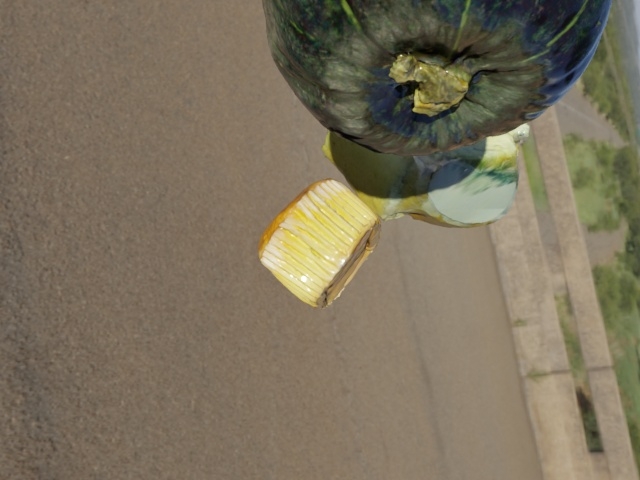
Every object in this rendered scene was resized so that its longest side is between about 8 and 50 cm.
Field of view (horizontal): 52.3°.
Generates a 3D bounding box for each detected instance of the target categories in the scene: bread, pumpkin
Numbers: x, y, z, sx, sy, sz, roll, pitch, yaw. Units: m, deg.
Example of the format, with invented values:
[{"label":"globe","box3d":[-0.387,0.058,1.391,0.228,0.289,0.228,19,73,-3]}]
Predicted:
[{"label":"bread","box3d":[0.000,0.000,1.135,0.156,0.204,0.288,40,7,10]},{"label":"bread","box3d":[0.224,-0.163,1.331,0.239,0.395,0.264,99,-19,-46]},{"label":"pumpkin","box3d":[0.102,-0.226,0.606,0.323,0.323,0.241,30,48,-56]}]
